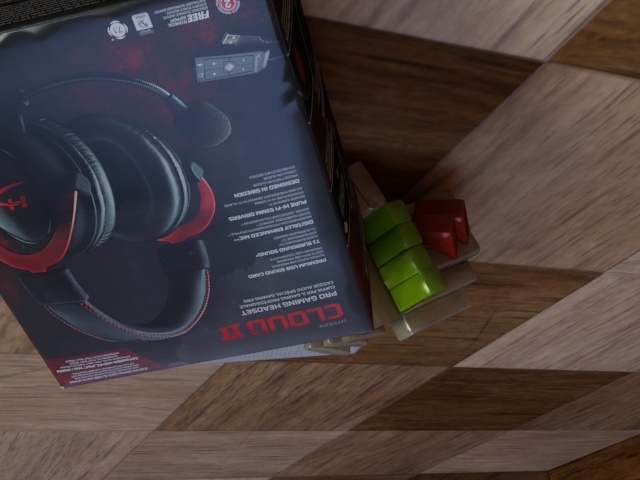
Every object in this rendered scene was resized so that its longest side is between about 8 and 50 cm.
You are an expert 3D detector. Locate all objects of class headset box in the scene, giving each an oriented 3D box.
[{"bbox_3d":[-0.096,-0.037,0.609,0.218,0.110,0.293,-11,132,8],"label":"headset box"}]

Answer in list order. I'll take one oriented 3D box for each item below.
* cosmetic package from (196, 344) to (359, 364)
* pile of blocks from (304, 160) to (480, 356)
[{"bbox_3d":[-0.078,0.045,0.909,0.231,0.117,0.085,-3,155,-12],"label":"cosmetic package"},{"bbox_3d":[0.000,0.000,0.792,0.362,0.149,0.112,9,151,-31],"label":"pile of blocks"}]
